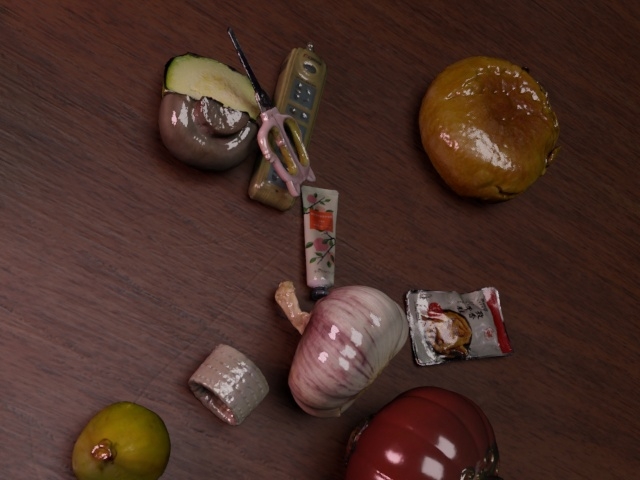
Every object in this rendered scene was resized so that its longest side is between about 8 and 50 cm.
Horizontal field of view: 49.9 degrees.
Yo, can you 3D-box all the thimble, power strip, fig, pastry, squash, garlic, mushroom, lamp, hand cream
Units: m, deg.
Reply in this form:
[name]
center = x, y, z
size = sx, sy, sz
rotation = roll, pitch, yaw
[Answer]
[thimble]
center = -0.150, 0.237, 1.138
size = 0.090, 0.102, 0.115
rotation = -49, 127, -31
[power strip]
center = -0.056, -0.243, 1.370
size = 0.092, 0.066, 0.388
rotation = 22, 64, -22
[fig]
center = -0.298, 0.314, 1.029
size = 0.136, 0.120, 0.153
rotation = 57, 35, 7
[pastry]
center = 0.382, -0.251, 1.543
size = 0.355, 0.164, 0.356
rotation = 7, 73, -24
[squash]
center = -0.211, -0.271, 1.305
size = 0.191, 0.085, 0.184
rotation = 17, 35, -18
[garlic]
center = 0.009, 0.157, 1.196
size = 0.253, 0.245, 0.245
rotation = 41, 56, 20
[mushroom]
center = -0.203, -0.183, 1.235
size = 0.188, 0.141, 0.117
rotation = 13, 86, -29
[lamp]
center = 0.171, 0.395, 1.152
size = 0.303, 0.257, 0.303
rotation = -25, 125, -43
[hand cream]
center = 0.000, 0.000, 1.332
size = 0.080, 0.050, 0.234
rotation = 8, 64, -19

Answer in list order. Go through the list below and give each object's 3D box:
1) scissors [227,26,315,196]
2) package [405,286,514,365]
[scissors]
center = -0.096, -0.235, 1.246
size = 0.318, 0.024, 0.160
rotation = 65, 29, -13
[package]
center = 0.287, 0.174, 1.424
size = 0.239, 0.030, 0.154
rotation = 0, 71, -27
